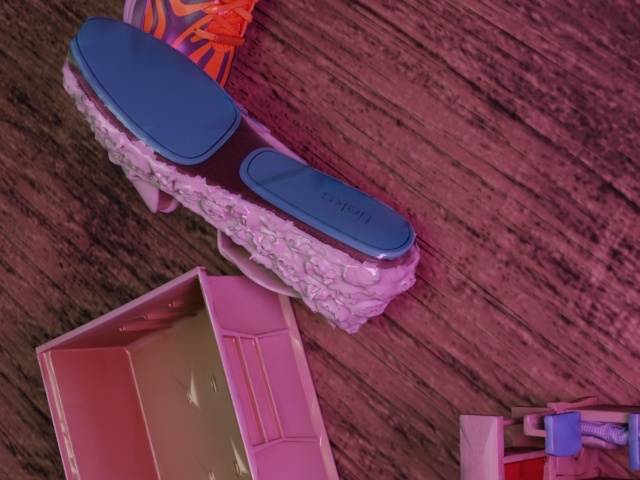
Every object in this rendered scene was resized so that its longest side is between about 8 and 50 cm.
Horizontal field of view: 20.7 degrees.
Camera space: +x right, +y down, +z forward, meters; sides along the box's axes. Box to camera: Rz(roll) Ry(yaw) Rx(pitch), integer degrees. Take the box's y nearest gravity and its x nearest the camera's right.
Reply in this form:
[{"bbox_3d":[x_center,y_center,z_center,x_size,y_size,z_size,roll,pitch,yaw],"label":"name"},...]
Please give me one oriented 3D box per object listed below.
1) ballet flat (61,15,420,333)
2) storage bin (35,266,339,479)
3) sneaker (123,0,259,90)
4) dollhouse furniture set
[{"bbox_3d":[-0.095,-0.048,1.659,0.409,0.147,0.147,36,116,12],"label":"ballet flat"},{"bbox_3d":[-0.136,0.190,1.767,0.262,0.123,0.260,-26,73,38],"label":"storage bin"},{"bbox_3d":[-0.087,-0.254,1.716,0.180,0.125,0.321,12,98,42],"label":"sneaker"},{"bbox_3d":[0.219,0.199,1.410,0.129,0.184,0.128,-2,89,42],"label":"dollhouse furniture set"}]
